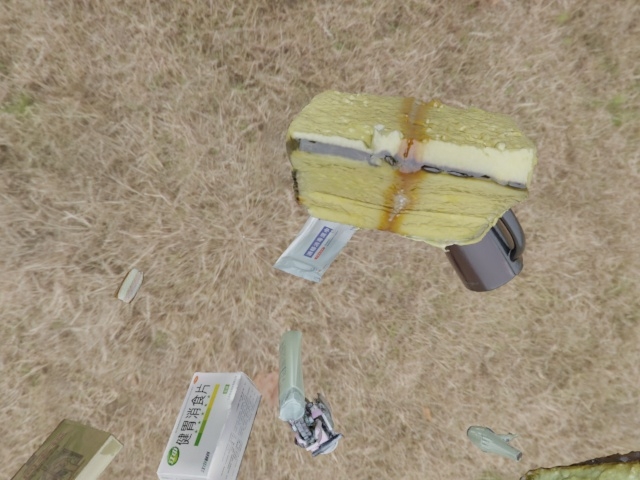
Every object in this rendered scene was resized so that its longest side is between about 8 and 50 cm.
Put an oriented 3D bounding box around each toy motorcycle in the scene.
[{"bbox_3d":[-0.018,0.575,1.731,0.143,0.327,0.188,-31,80,-1],"label":"toy motorcycle"}]

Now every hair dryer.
[{"bbox_3d":[0.535,0.579,1.606,0.199,0.167,0.067,13,92,-24],"label":"hair dryer"}]

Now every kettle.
[{"bbox_3d":[0.331,-0.016,1.203,0.144,0.202,0.232,-48,116,-20],"label":"kettle"}]

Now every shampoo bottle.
[{"bbox_3d":[-0.058,0.263,1.130,0.049,0.212,0.072,20,117,-14],"label":"shampoo bottle"}]

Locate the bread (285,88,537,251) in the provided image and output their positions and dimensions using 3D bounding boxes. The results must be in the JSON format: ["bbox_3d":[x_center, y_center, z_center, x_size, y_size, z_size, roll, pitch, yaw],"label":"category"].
[{"bbox_3d":[0.093,-0.067,0.674,0.264,0.236,0.198,9,107,5],"label":"bread"}]

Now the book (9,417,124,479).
[{"bbox_3d":[-0.384,0.336,0.814,0.026,0.231,0.161,51,54,-20],"label":"book"}]

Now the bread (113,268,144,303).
[{"bbox_3d":[-0.452,0.119,1.325,0.043,0.062,0.109,29,119,-22],"label":"bread"}]

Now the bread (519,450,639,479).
[{"bbox_3d":[0.211,0.206,0.376,0.128,0.140,0.069,40,49,-12],"label":"bread"}]

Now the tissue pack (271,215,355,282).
[{"bbox_3d":[0.000,0.000,1.155,0.123,0.026,0.193,18,117,-36],"label":"tissue pack"}]

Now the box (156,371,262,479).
[{"bbox_3d":[-0.312,0.555,1.634,0.173,0.332,0.145,-6,136,25],"label":"box"}]
